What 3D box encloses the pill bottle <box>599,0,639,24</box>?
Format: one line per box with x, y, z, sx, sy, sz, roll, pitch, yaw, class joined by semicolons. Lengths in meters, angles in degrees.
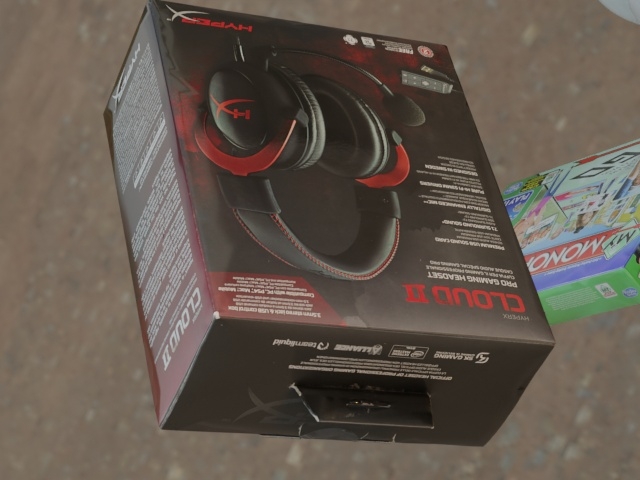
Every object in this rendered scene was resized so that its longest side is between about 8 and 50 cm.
0.324;-0.348;1.701;0.224;0.224;0.392;-51;37;22;pill bottle

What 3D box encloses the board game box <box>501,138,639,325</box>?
0.243;-0.003;1.685;0.317;0.046;0.213;-20;27;55;board game box

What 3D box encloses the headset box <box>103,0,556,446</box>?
0.000;0.000;1.077;0.110;0.218;0.293;118;149;-41;headset box
